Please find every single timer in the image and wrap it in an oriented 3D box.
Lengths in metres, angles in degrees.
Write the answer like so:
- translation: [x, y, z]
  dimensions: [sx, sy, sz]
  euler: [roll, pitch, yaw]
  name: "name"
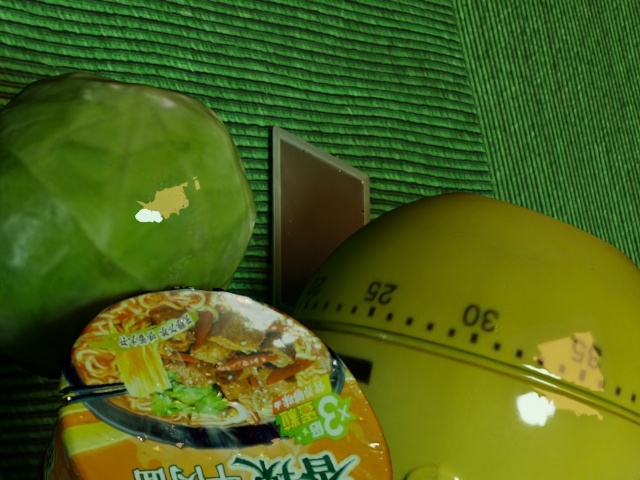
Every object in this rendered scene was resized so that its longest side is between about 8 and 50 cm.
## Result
- translation: [0.113, 0.165, 1.510]
  dimensions: [0.376, 0.376, 0.387]
  euler: [27, 79, -44]
  name: "timer"

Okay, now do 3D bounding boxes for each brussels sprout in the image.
- translation: [-0.157, -0.009, 1.303]
  dimensions: [0.244, 0.244, 0.244]
  euler: [26, 55, -45]
  name: "brussels sprout"

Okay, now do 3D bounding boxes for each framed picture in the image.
- translation: [0.000, 0.000, 1.680]
  dimensions: [0.142, 0.011, 0.183]
  euler: [25, 55, -45]
  name: "framed picture"

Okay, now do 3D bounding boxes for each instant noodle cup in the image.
- translation: [-0.091, 0.172, 1.218]
  dimensions: [0.230, 0.182, 0.230]
  euler: [16, 47, -18]
  name: "instant noodle cup"

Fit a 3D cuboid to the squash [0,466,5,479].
- translation: [-0.279, 0.079, 1.200]
  dimensions: [0.101, 0.101, 0.378]
  euler: [-15, 87, -55]
  name: "squash"
